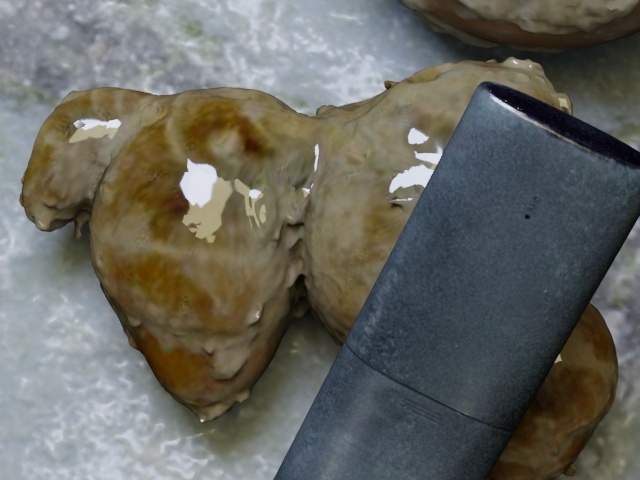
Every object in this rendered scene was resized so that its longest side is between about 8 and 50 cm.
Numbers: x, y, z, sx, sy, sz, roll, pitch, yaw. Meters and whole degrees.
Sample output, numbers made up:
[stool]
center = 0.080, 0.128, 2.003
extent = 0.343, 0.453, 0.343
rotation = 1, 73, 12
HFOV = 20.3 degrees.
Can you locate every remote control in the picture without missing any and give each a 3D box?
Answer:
[remote control]
center = 0.053, 0.094, 0.987
extent = 0.107, 0.044, 0.377
rotation = 24, 114, -4

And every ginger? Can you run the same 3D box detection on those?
[ginger]
center = 0.000, 0.000, 1.073
extent = 0.375, 0.176, 0.256
rotation = 10, 89, 4

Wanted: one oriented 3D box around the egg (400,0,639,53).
[egg]
center = 0.130, -0.247, 1.103
extent = 0.310, 0.279, 0.279
rotation = 35, 76, 16
